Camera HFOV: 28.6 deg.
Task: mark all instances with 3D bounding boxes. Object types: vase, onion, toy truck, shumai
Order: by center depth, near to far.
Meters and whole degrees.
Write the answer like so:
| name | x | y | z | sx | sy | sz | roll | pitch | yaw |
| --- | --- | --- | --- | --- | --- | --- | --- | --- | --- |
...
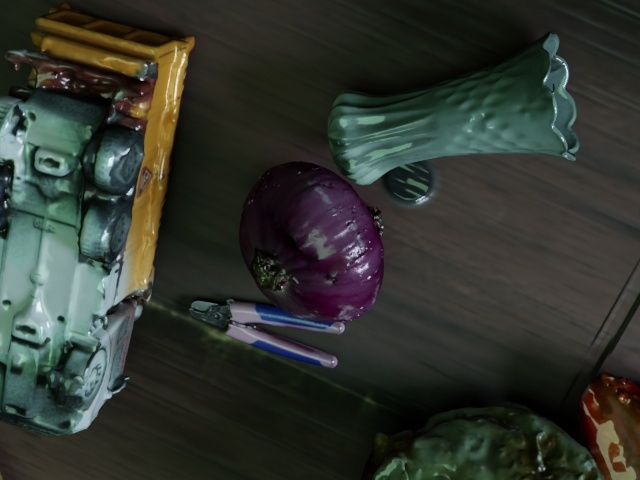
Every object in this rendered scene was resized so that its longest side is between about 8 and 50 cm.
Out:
| name | x | y | z | sx | sy | sz | roll | pitch | yaw |
| --- | --- | --- | --- | --- | --- | --- | --- | --- | --- |
| vase | 0.081 | -0.076 | 0.787 | 0.149 | 0.081 | 0.081 | -10 | 109 | 21 |
| onion | 0.000 | 0.000 | 0.826 | 0.115 | 0.104 | 0.115 | 36 | 137 | 43 |
| shumai | 0.097 | 0.199 | 0.837 | 0.184 | 0.142 | 0.184 | 19 | 116 | 45 |
| toy truck | -0.168 | -0.012 | 0.843 | 0.114 | 0.135 | 0.270 | 16 | 110 | 9 |

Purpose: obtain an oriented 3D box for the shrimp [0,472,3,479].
| name | x | y | z | sx | sy | sz | roll | pitch | yaw |
| --- | --- | --- | --- | --- | --- | --- | --- | --- | --- |
| shrimp | -0.334 | 0.216 | 1.016 | 0.185 | 0.068 | 0.287 | 9 | 123 | 13 |

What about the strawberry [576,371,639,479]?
| name | x | y | z | sx | sy | sz | roll | pitch | yaw |
| --- | --- | --- | --- | --- | --- | --- | --- | --- | --- |
| strawberry | 0.256 | 0.191 | 0.849 | 0.228 | 0.098 | 0.174 | 45 | 131 | 16 |

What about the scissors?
| name | x | y | z | sx | sy | sz | roll | pitch | yaw |
| --- | --- | --- | --- | --- | --- | --- | --- | --- | --- |
| scissors | -0.040 | 0.062 | 0.903 | 0.113 | 0.012 | 0.039 | 15 | 114 | 7 |
